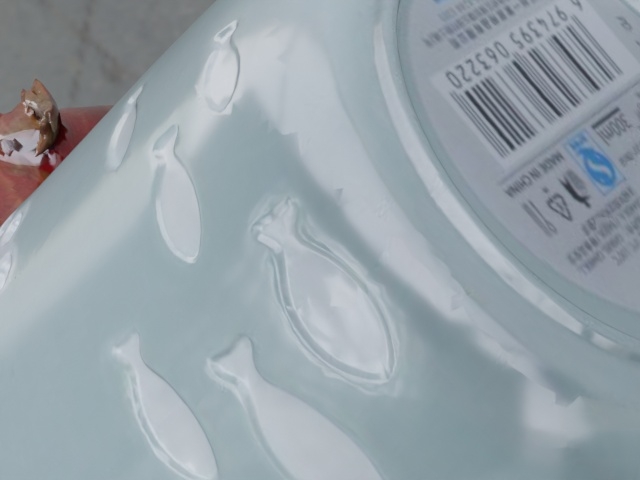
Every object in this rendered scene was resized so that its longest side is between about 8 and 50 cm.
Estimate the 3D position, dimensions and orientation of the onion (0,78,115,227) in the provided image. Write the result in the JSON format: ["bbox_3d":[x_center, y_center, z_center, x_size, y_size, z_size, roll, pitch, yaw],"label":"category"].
[{"bbox_3d":[-0.132,0.073,1.197,0.354,0.354,0.353,20,119,42],"label":"onion"}]

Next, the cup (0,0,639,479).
[{"bbox_3d":[0.034,0.078,0.707,0.274,0.259,0.356,-46,58,40],"label":"cup"}]
